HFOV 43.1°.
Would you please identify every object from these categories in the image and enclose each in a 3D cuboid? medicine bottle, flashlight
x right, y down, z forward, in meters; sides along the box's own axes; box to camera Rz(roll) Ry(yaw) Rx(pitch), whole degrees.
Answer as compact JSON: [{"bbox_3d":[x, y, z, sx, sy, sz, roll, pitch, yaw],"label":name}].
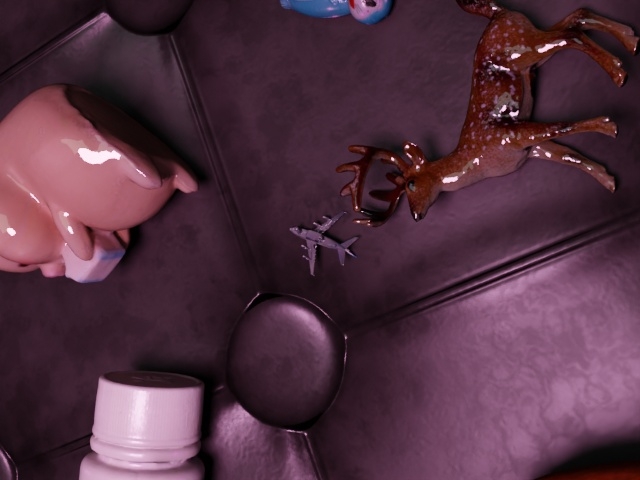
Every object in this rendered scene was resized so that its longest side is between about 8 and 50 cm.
[{"bbox_3d":[-0.195,0.268,0.887,0.139,0.139,0.237,5,87,25],"label":"medicine bottle"},{"bbox_3d":[0.016,-0.258,0.871,0.129,0.051,0.051,10,91,31],"label":"flashlight"}]

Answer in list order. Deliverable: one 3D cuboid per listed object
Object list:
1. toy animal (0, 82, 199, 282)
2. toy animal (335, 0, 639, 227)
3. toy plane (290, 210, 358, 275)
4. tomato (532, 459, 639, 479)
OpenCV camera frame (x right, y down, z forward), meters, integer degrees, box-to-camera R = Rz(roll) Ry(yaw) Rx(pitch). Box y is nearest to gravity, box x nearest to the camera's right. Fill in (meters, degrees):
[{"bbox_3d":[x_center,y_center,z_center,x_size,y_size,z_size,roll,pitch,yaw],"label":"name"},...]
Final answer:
[{"bbox_3d":[-0.297,-0.055,0.938,0.256,0.195,0.213,-43,78,14],"label":"toy animal"},{"bbox_3d":[0.159,-0.113,0.786,0.260,0.087,0.244,9,77,27],"label":"toy animal"},{"bbox_3d":[0.000,-0.001,0.871,0.084,0.024,0.078,23,78,25],"label":"toy plane"},{"bbox_3d":[0.252,0.336,0.604,0.341,0.273,0.341,-2,80,12],"label":"tomato"}]
